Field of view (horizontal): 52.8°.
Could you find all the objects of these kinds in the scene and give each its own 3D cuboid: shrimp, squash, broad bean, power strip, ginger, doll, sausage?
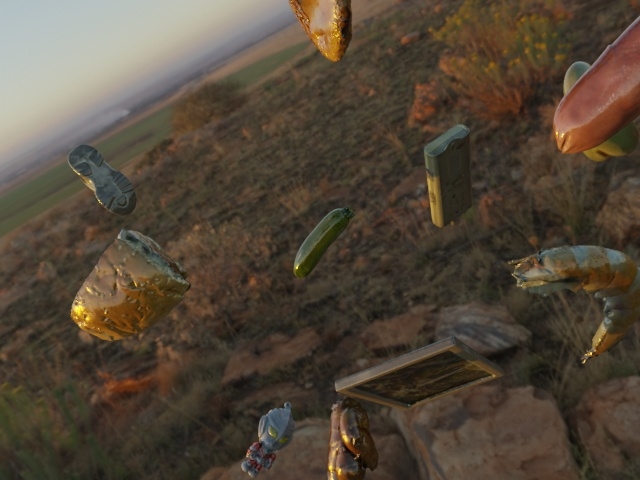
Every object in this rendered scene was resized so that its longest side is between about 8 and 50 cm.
[{"bbox_3d":[0.478,0.095,1.137,0.185,0.287,0.068,-30,32,29],"label":"shrimp"},{"bbox_3d":[0.000,0.000,1.776,0.258,0.069,0.069,-53,14,16],"label":"squash"},{"bbox_3d":[0.668,-0.310,1.581,0.189,0.263,0.121,-40,9,-38],"label":"broad bean"},{"bbox_3d":[0.249,-0.108,1.235,0.092,0.268,0.034,-36,54,-11],"label":"power strip"},{"bbox_3d":[0.058,0.359,1.120,0.073,0.162,0.103,7,-7,-17],"label":"ginger"},{"bbox_3d":[-0.112,0.446,1.449,0.180,0.094,0.079,-56,18,-22],"label":"doll"},{"bbox_3d":[0.418,-0.256,0.685,0.433,0.088,0.088,-44,16,16],"label":"sausage"}]

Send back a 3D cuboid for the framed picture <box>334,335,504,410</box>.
[{"bbox_3d":[0.201,0.264,1.235,0.240,0.324,0.020,-25,59,19],"label":"framed picture"}]

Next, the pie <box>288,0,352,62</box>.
[{"bbox_3d":[-0.008,-0.544,1.482,0.069,0.273,0.273,-31,19,-17],"label":"pie"}]

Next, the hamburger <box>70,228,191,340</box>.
[{"bbox_3d":[-0.347,0.100,1.143,0.207,0.155,0.135,-46,-13,1],"label":"hamburger"}]

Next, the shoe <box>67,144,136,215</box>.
[{"bbox_3d":[-0.440,-0.114,1.314,0.071,0.169,0.099,-43,-1,-18],"label":"shoe"}]
